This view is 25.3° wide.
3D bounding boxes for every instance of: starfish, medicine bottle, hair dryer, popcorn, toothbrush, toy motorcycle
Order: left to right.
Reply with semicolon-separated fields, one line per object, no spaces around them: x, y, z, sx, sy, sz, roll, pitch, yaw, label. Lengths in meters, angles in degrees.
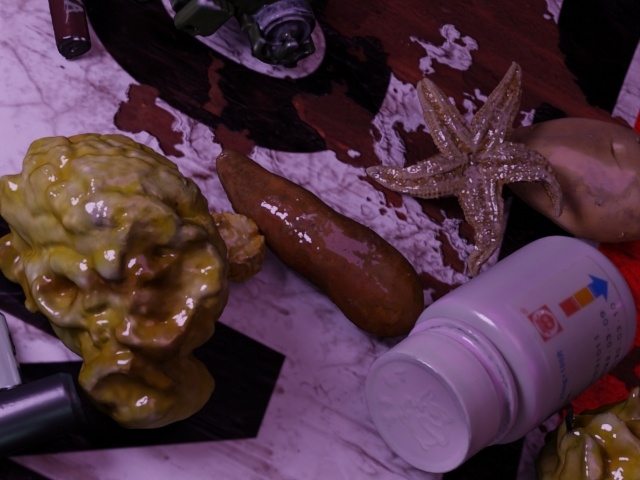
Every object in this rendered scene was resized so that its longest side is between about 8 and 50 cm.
-0.289;0.107;1.321;0.100;0.057;0.197;-19;54;-11;hair dryer
-0.311;-0.362;1.652;0.041;0.041;0.364;2;58;-28;toothbrush
-0.184;0.020;1.334;0.174;0.225;0.286;-20;69;-33;popcorn
-0.126;-0.302;1.665;0.275;0.127;0.205;2;59;-36;toy motorcycle
-0.097;0.010;1.500;0.082;0.057;0.083;22;55;-18;popcorn
0.176;-0.094;1.680;0.236;0.062;0.277;11;80;6;starfish
0.193;0.119;1.509;0.293;0.170;0.170;-28;75;-40;medicine bottle
0.307;0.242;1.471;0.169;0.189;0.218;27;47;-4;popcorn

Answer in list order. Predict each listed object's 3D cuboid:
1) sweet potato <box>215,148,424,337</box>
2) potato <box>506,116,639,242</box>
-0.001;-0.001;1.534;0.292;0.097;0.097;41;48;2;sweet potato
0.335;-0.083;1.757;0.235;0.128;0.161;31;47;2;potato
